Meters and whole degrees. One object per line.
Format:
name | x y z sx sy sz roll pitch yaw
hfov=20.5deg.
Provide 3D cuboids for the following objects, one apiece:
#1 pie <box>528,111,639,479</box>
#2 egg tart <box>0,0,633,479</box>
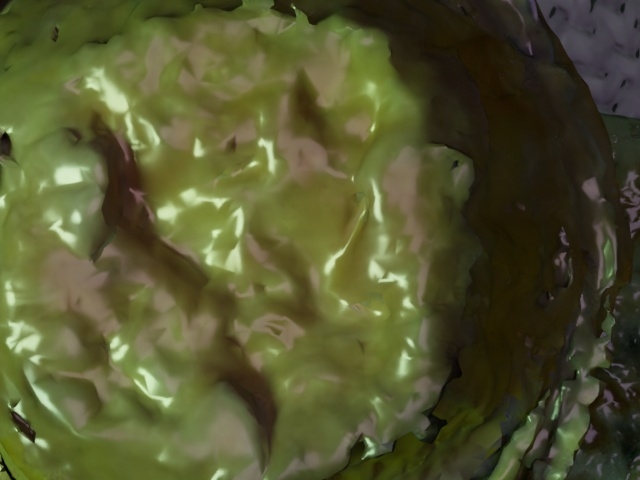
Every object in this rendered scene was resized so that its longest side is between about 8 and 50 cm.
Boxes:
pie | 0.109 0.049 0.837 0.241 0.054 0.240 -2 94 -21
egg tart | -0.041 0.008 0.707 0.352 0.150 0.352 0 88 -2
